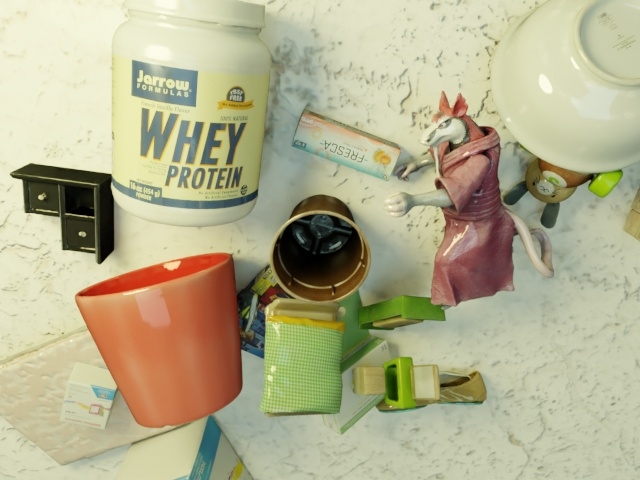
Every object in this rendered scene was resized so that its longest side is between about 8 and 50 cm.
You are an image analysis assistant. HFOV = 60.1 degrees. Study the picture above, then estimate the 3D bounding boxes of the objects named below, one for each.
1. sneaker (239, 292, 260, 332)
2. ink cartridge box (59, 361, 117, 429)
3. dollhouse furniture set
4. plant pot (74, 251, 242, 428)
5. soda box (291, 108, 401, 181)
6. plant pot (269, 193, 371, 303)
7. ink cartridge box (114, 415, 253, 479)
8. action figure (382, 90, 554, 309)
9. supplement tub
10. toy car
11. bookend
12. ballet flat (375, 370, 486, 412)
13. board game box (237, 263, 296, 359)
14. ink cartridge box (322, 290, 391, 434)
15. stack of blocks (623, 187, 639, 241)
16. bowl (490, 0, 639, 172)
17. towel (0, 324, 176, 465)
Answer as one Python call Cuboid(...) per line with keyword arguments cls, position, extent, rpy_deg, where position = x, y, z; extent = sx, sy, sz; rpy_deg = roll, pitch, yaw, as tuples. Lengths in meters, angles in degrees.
Cuboid(cls="sneaker", position=(-0.138, 0.133, 1.043), extent=(0.035, 0.031, 0.083), rpy_deg=(19, 107, 8))
Cuboid(cls="ink cartridge box", position=(-0.443, 0.302, 1.069), extent=(0.088, 0.052, 0.122), rpy_deg=(17, 123, -13))
Cuboid(cls="dollhouse furniture set", position=(0.061, 0.200, 0.964), extent=(0.301, 0.151, 0.198), rpy_deg=(7, 73, -30))
Cuboid(cls="plant pot", position=(-0.258, 0.171, 0.968), extent=(0.275, 0.275, 0.243), rpy_deg=(-12, 97, 6))
Cuboid(cls="soda box", position=(0.045, -0.167, 0.967), extent=(0.183, 0.058, 0.063), rpy_deg=(20, 111, -6))
Cuboid(cls="plant pot", position=(0.000, 0.000, 0.977), extent=(0.167, 0.165, 0.167), rpy_deg=(0, 112, 0))
Cuboid(cls="ink cartridge box", position=(-0.279, 0.557, 1.186), extent=(0.198, 0.197, 0.270), rpy_deg=(-22, 110, 10))
Cuboid(cls="action figure", position=(0.248, -0.061, 0.887), extent=(0.275, 0.248, 0.370), rpy_deg=(-3, 125, 14))
Cuboid(cls="supplement tub", position=(-0.200, -0.207, 0.860), extent=(0.235, 0.235, 0.325), rpy_deg=(8, 112, -2))
Cuboid(cls="toy car", position=(0.398, -0.105, 0.952), extent=(0.155, 0.149, 0.188), rpy_deg=(36, 137, 13))
Cuboid(cls="bookend", position=(-0.468, -0.050, 1.015), extent=(0.157, 0.072, 0.156), rpy_deg=(8, 112, -2))
Cuboid(cls="ballet flat", position=(0.227, 0.310, 1.156), extent=(0.232, 0.080, 0.073), rpy_deg=(-5, 89, -1))
Cuboid(cls="board game box", position=(-0.083, 0.166, 1.101), extent=(0.194, 0.060, 0.194), rpy_deg=(39, 107, -14))
Cuboid(cls="ink cartridge box", position=(0.056, 0.230, 1.076), extent=(0.171, 0.056, 0.235), rpy_deg=(-29, 117, -35))
Cuboid(cls="stack of blocks", position=(0.637, -0.118, 0.916), extent=(0.087, 0.171, 0.297), rpy_deg=(10, 111, -3))
Cuboid(cls="bowl", position=(0.414, -0.260, 0.808), extent=(0.298, 0.134, 0.298), rpy_deg=(0, 77, -1))
Cuboid(cls="towel", position=(-0.492, 0.327, 1.146), extent=(0.332, 0.053, 0.317), rpy_deg=(-21, 122, 13))
